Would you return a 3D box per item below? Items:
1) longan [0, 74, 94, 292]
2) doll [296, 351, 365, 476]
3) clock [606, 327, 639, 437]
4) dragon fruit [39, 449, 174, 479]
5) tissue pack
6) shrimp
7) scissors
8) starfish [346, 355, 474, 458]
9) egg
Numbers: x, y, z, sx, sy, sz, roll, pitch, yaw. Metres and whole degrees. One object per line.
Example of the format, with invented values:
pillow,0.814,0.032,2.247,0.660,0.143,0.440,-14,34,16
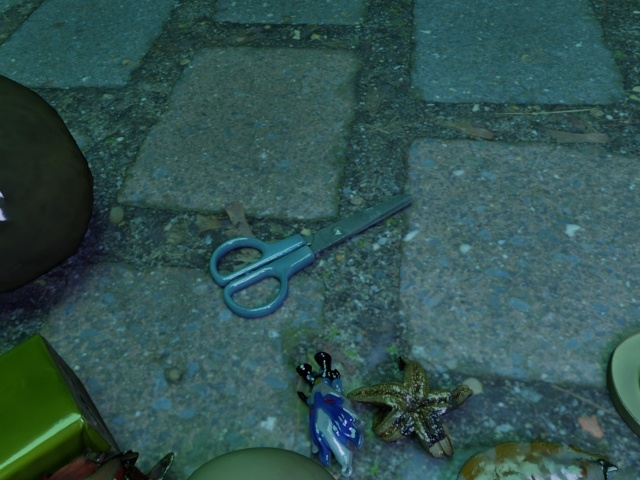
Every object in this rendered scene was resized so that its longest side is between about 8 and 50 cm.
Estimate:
longan,-0.640,-0.108,1.000,0.403,0.404,0.436,-35,78,-23
doll,0.016,0.267,0.829,0.096,0.070,0.195,-36,46,15
clock,0.568,0.230,0.827,0.234,0.029,0.235,-3,49,3
dragon fruit,-0.292,0.369,0.688,0.192,0.193,0.274,4,33,23
tissue pack,-0.468,0.305,0.773,0.274,0.167,0.200,-35,52,-21
shrimp,0.258,0.374,0.708,0.185,0.068,0.287,22,56,21
scissors,0.000,0.000,1.081,0.446,0.029,0.193,-26,52,-15
starfish,0.134,0.246,0.833,0.189,0.074,0.146,12,57,18
egg,-0.072,0.358,0.678,0.241,0.186,0.186,9,51,21
